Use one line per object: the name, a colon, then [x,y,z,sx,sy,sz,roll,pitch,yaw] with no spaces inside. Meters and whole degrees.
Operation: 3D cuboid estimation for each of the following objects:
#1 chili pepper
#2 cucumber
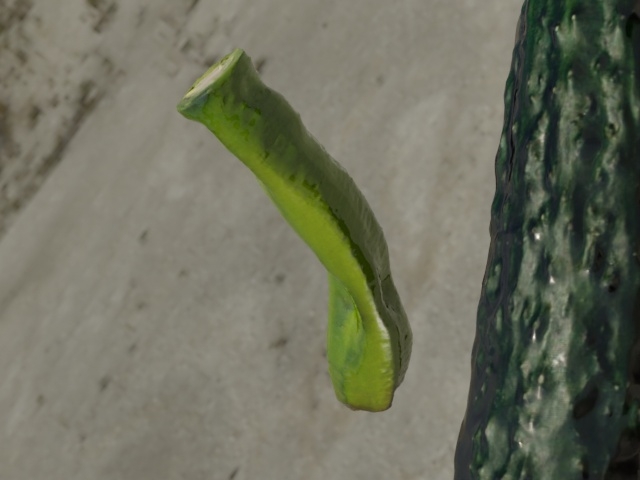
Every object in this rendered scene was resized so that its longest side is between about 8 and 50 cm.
chili pepper: [0.000,0.000,0.648,0.050,0.202,0.052,-42,36,-20]
cucumber: [0.055,0.029,0.321,0.052,0.058,0.215,29,-111,-62]
